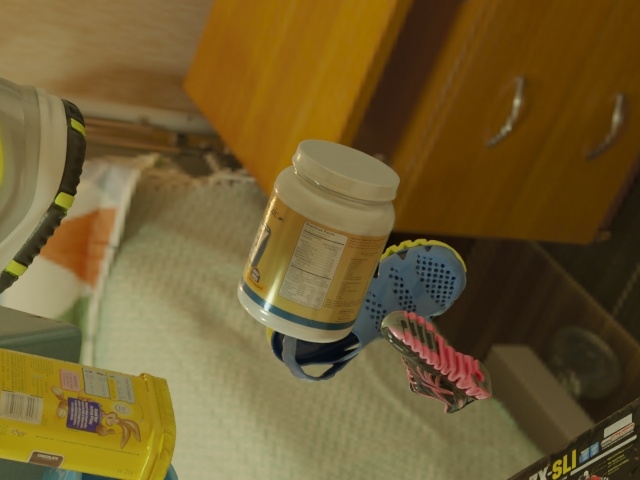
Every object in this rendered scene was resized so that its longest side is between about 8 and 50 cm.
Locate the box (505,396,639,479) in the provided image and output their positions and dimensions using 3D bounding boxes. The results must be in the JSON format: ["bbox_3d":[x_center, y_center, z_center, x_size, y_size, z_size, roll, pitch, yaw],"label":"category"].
[{"bbox_3d":[0.288,0.357,1.520,0.322,0.079,0.257,-41,20,34],"label":"box"}]

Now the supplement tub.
[{"bbox_3d":[0.000,0.000,1.505,0.144,0.144,0.200,44,120,49],"label":"supplement tub"}]

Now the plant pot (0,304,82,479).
[{"bbox_3d":[-0.491,0.213,1.673,0.247,0.252,0.248,11,96,31],"label":"plant pot"}]

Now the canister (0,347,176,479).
[{"bbox_3d":[-0.230,0.164,1.230,0.126,0.170,0.073,-115,44,-60],"label":"canister"}]

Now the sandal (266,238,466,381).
[{"bbox_3d":[0.063,0.110,1.831,0.317,0.126,0.138,-31,16,17],"label":"sandal"}]

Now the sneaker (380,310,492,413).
[{"bbox_3d":[0.088,0.106,1.100,0.057,0.119,0.047,-37,26,30],"label":"sneaker"}]

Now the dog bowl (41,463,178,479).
[{"bbox_3d":[-0.239,0.335,1.521,0.074,0.166,0.297,-53,25,28],"label":"dog bowl"}]

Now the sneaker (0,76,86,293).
[{"bbox_3d":[-0.324,0.027,0.938,0.385,0.147,0.145,-53,33,17],"label":"sneaker"}]
